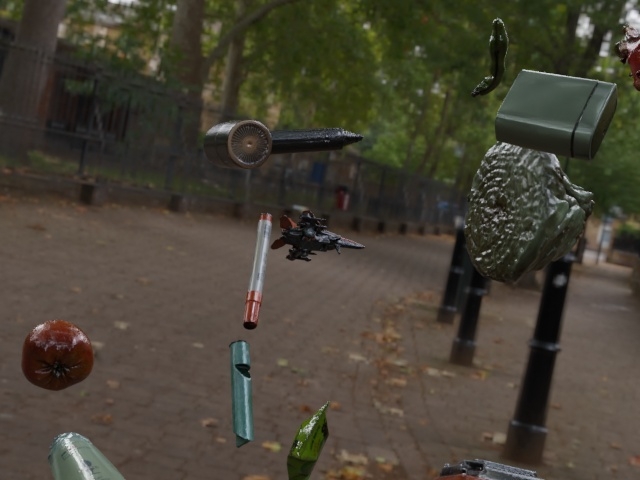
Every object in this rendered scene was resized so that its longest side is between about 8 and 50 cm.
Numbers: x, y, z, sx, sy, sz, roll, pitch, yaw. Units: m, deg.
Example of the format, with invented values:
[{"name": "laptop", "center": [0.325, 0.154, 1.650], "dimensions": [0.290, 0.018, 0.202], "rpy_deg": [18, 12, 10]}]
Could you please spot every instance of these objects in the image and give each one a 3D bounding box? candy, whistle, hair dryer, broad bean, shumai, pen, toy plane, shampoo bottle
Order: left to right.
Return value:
[{"name": "shampoo bottle", "center": [-0.276, 0.291, 1.124], "dimensions": [0.072, 0.049, 0.212], "rpy_deg": [-21, 21, -25]}, {"name": "whistle", "center": [-0.136, 0.261, 1.607], "dimensions": [0.039, 0.186, 0.039], "rpy_deg": [-4, -35, -2]}, {"name": "pen", "center": [-0.107, 0.050, 1.617], "dimensions": [0.028, 0.239, 0.028], "rpy_deg": [3, -39, 3]}, {"name": "hair dryer", "center": [-0.073, -0.218, 2.098], "dimensions": [0.352, 0.107, 0.189], "rpy_deg": [-5, 7, -24]}, {"name": "candy", "center": [-0.030, 0.440, 1.994], "dimensions": [0.069, 0.149, 0.246], "rpy_deg": [22, -38, 4]}, {"name": "toy plane", "center": [0.000, 0.002, 1.898], "dimensions": [0.189, 0.130, 0.061], "rpy_deg": [15, 33, -7]}, {"name": "broad bean", "center": [0.405, -0.417, 2.172], "dimensions": [0.061, 0.195, 0.046], "rpy_deg": [0, 35, -20]}, {"name": "shumai", "center": [0.478, -0.047, 1.986], "dimensions": [0.263, 0.309, 0.304], "rpy_deg": [12, 22, -27]}]

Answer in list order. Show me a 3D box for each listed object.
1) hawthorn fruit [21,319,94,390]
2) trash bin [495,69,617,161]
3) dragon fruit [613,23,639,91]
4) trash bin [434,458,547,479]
[{"name": "hawthorn fruit", "center": [-0.451, 0.191, 1.622], "dimensions": [0.125, 0.125, 0.140], "rpy_deg": [12, 34, 11]}, {"name": "trash bin", "center": [0.313, -0.169, 1.244], "dimensions": [0.130, 0.116, 0.059], "rpy_deg": [16, -34, 27]}, {"name": "dragon fruit", "center": [0.635, -0.348, 1.780], "dimensions": [0.150, 0.133, 0.207], "rpy_deg": [26, 26, -41]}, {"name": "trash bin", "center": [0.265, 0.465, 1.418], "dimensions": [0.184, 0.238, 0.161], "rpy_deg": [13, -19, -8]}]
